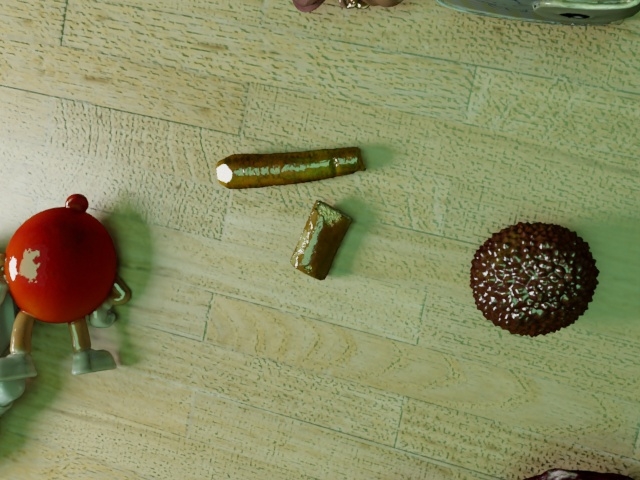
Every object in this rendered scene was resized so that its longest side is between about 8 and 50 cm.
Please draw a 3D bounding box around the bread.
[{"bbox_3d":[0.000,0.000,0.927,0.047,0.036,0.083,24,101,-4],"label":"bread"}]

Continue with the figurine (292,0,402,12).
[{"bbox_3d":[0.024,-0.283,0.853,0.157,0.114,0.126,33,146,2],"label":"figurine"}]

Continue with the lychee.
[{"bbox_3d":[0.216,0.036,0.829,0.123,0.129,0.123,4,69,-11],"label":"lychee"}]

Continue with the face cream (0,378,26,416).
[{"bbox_3d":[-0.476,0.237,1.045,0.251,0.101,0.101,-32,87,16],"label":"face cream"}]

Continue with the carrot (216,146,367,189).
[{"bbox_3d":[-0.033,-0.084,0.926,0.170,0.042,0.042,-5,94,14],"label":"carrot"}]

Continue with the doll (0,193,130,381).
[{"bbox_3d":[-0.313,0.052,0.967,0.085,0.183,0.217,5,93,53],"label":"doll"}]

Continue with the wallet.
[{"bbox_3d":[0.178,-0.239,0.712,0.223,0.309,0.077,14,103,12],"label":"wallet"}]

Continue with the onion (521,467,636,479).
[{"bbox_3d":[0.266,0.352,0.798,0.252,0.219,0.252,1,93,24],"label":"onion"}]

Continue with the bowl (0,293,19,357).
[{"bbox_3d":[-0.412,0.084,0.999,0.086,0.189,0.189,-6,95,-18],"label":"bowl"}]
